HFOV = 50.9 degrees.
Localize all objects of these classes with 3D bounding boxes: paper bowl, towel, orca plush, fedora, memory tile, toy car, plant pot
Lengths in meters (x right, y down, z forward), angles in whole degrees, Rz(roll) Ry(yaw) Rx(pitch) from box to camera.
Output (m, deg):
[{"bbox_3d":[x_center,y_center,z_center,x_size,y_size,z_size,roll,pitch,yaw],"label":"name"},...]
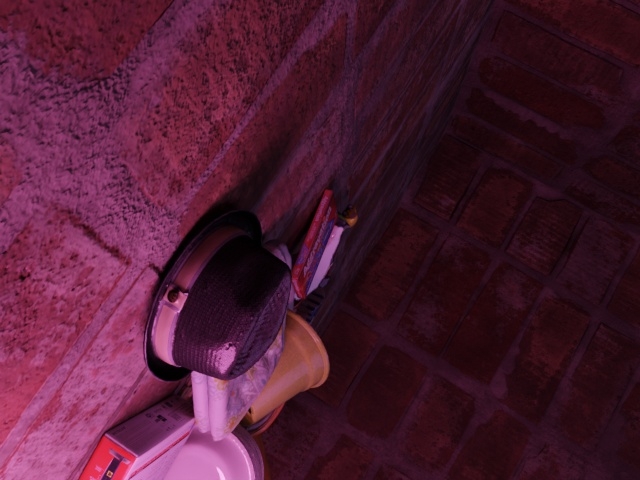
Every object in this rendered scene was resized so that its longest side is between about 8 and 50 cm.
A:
[{"bbox_3d":[-0.290,0.578,1.640,0.284,0.284,0.148,-60,171,2],"label":"paper bowl"},{"bbox_3d":[-0.173,0.223,1.515,0.320,0.090,0.374,-51,151,-50],"label":"towel"},{"bbox_3d":[-0.031,0.045,2.076,0.151,0.102,0.287,18,94,-35],"label":"orca plush"},{"bbox_3d":[-0.153,0.119,1.172,0.334,0.152,0.334,-51,156,-33],"label":"fedora"},{"bbox_3d":[-0.303,0.341,1.671,0.113,0.012,0.148,-59,171,-4],"label":"memory tile"},{"bbox_3d":[0.064,-0.036,2.309,0.239,0.053,0.225,-58,171,-10],"label":"toy car"},{"bbox_3d":[-0.158,0.356,1.825,0.254,0.276,0.276,-37,158,-40],"label":"plant pot"}]

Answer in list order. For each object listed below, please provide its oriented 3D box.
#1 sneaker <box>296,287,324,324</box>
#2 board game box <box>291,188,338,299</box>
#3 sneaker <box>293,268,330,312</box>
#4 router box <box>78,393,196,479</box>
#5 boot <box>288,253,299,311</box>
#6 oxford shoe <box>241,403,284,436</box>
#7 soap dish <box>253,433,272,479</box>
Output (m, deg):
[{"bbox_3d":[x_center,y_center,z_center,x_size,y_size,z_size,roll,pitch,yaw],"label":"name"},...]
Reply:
[{"bbox_3d":[-0.094,0.303,2.310,0.315,0.127,0.182,-53,167,-44],"label":"sneaker"},{"bbox_3d":[-0.014,0.011,1.869,0.145,0.027,0.281,73,35,-62],"label":"board game box"},{"bbox_3d":[-0.064,0.157,2.216,0.221,0.087,0.128,-40,171,-30],"label":"sneaker"},{"bbox_3d":[-0.407,0.502,1.405,0.301,0.082,0.335,-60,171,5],"label":"router box"},{"bbox_3d":[-0.094,0.158,1.927,0.123,0.095,0.258,-51,162,-45],"label":"boot"},{"bbox_3d":[-0.240,0.483,1.888,0.364,0.130,0.132,-31,128,-35],"label":"oxford shoe"},{"bbox_3d":[-0.265,0.719,2.113,0.229,0.291,0.118,-39,140,25],"label":"soap dish"}]
